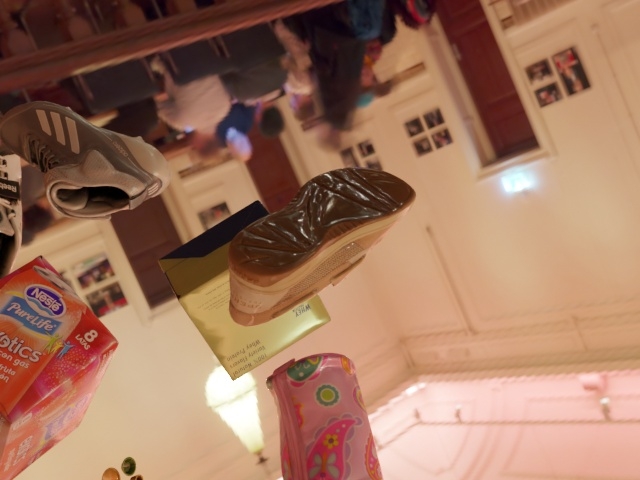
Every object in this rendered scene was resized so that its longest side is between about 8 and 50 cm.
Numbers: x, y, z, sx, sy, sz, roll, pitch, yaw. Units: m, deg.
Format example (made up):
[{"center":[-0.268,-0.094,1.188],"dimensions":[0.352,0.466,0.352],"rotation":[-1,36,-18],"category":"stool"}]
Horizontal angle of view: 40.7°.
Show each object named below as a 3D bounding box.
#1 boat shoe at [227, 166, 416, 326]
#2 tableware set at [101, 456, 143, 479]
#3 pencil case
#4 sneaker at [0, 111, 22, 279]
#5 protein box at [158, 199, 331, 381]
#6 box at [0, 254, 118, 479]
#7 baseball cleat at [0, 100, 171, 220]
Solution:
[{"center":[0.000,0.000,1.150],"dimensions":[0.341,0.121,0.110],"rotation":[-29,144,-41],"category":"boat shoe"},{"center":[-0.393,0.491,1.657],"dimensions":[0.024,0.104,0.154],"rotation":[-14,-167,33],"category":"tableware set"},{"center":[0.010,0.280,1.027],"dimensions":[0.124,0.284,0.124],"rotation":[-8,153,-4],"category":"pencil case"},{"center":[-0.530,-0.060,1.394],"dimensions":[0.122,0.330,0.146],"rotation":[-3,-175,-35],"category":"sneaker"},{"center":[-0.125,0.083,1.437],"dimensions":[0.200,0.201,0.136],"rotation":[-32,-144,-7],"category":"protein box"},{"center":[-0.311,0.145,0.872],"dimensions":[0.128,0.122,0.257],"rotation":[-39,172,-38],"category":"box"},{"center":[-0.246,-0.078,0.820],"dimensions":[0.206,0.072,0.109],"rotation":[14,-145,23],"category":"baseball cleat"}]
